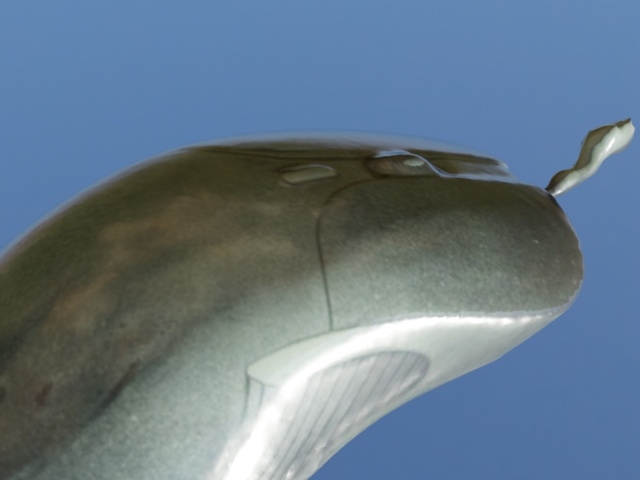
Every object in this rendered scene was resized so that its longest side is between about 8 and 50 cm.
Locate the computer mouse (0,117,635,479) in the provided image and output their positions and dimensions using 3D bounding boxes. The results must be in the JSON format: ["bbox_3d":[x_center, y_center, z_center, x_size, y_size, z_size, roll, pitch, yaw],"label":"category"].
[{"bbox_3d":[0.000,0.000,0.774,0.379,0.090,0.167,-26,-133,-31],"label":"computer mouse"}]
